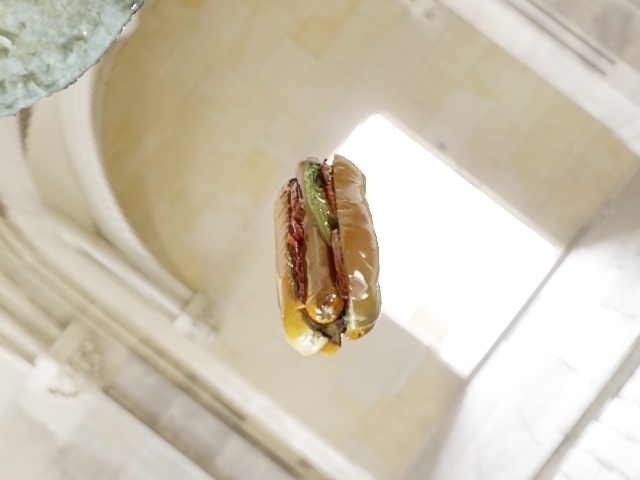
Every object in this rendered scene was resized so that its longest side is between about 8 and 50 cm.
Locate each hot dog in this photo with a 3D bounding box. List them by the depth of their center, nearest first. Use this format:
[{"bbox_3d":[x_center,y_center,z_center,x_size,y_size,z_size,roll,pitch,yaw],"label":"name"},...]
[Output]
[{"bbox_3d":[0.000,0.000,1.128,0.092,0.062,0.235,-36,30,16],"label":"hot dog"}]

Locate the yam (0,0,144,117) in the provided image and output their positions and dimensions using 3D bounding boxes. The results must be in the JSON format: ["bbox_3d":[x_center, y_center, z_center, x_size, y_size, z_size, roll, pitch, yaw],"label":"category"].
[{"bbox_3d":[-0.197,-0.234,0.872,0.241,0.241,0.348,-54,18,22],"label":"yam"}]
